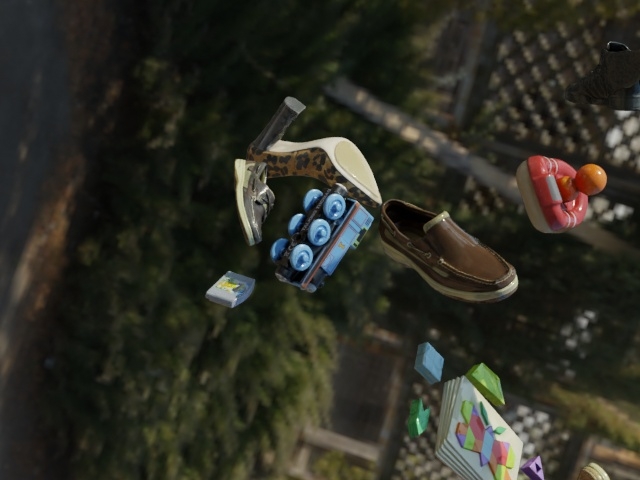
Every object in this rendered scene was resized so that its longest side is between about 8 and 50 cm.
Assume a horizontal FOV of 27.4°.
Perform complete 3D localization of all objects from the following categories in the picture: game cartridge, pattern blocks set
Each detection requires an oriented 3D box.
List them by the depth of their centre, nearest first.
[{"bbox_3d":[0.242,0.309,1.971,0.026,0.325,0.285,-25,-137,34],"label":"pattern blocks set"},{"bbox_3d":[-0.139,0.077,2.078,0.083,0.056,0.017,-47,153,-55],"label":"game cartridge"}]

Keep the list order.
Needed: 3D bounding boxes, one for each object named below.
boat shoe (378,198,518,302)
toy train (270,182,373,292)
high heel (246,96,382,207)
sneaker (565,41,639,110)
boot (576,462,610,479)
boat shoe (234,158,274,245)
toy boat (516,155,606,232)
[{"bbox_3d":[0.173,0.009,1.891,0.095,0.257,0.095,-36,129,-28],"label":"boat shoe"},{"bbox_3d":[0.000,0.000,2.084,0.105,0.080,0.184,42,73,-35],"label":"toy train"},{"bbox_3d":[-0.015,-0.113,2.385,0.093,0.261,0.186,-32,165,-51],"label":"high heel"},{"bbox_3d":[0.379,-0.217,1.699,0.170,0.051,0.089,-153,-120,-62],"label":"sneaker"},{"bbox_3d":[0.369,0.457,2.055,0.077,0.165,0.213,42,-47,52],"label":"boot"},{"bbox_3d":[-0.085,-0.056,1.707,0.056,0.049,0.152,80,0,-46],"label":"boat shoe"},{"bbox_3d":[0.477,-0.100,2.524,0.231,0.151,0.151,-3,74,-69],"label":"toy boat"}]
